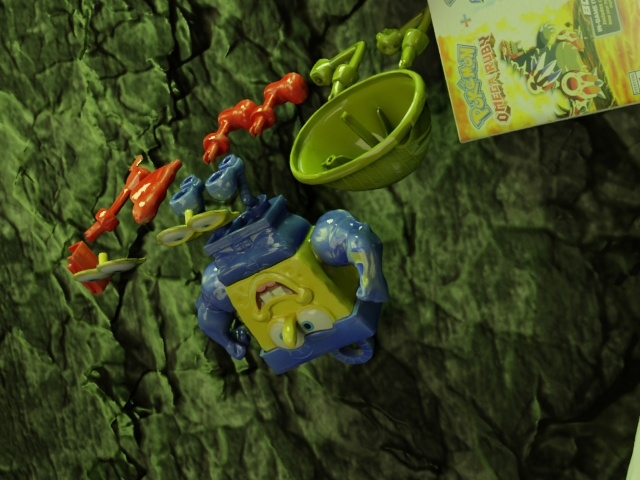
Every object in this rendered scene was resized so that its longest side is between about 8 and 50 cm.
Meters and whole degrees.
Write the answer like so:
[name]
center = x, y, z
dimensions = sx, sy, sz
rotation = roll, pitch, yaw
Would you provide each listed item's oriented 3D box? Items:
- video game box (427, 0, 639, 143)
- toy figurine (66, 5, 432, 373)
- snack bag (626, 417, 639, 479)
[video game box]
center = 0.165, -0.189, 1.388
dimensions = 0.187, 0.048, 0.205
rotation = -12, 93, 40
[toy figurine]
center = 0.000, 0.000, 1.527
dimensions = 0.362, 0.191, 0.217
rotation = -25, 115, 31
[snack bag]
center = 0.342, 0.044, 1.224
dimensions = 0.323, 0.037, 0.343
rotation = 14, 96, 51
